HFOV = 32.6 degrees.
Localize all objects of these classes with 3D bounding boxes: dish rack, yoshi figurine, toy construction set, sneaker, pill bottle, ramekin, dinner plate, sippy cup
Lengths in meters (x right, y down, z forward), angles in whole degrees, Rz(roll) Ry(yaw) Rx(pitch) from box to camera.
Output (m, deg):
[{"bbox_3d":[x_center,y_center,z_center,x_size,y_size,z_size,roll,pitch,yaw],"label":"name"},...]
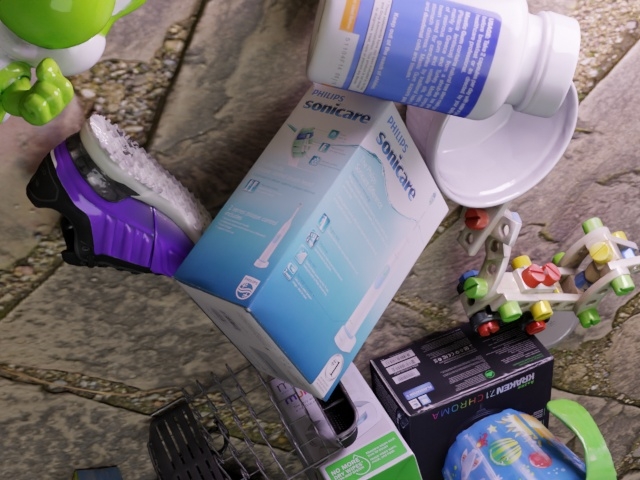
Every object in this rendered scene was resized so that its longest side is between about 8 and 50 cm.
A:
[{"bbox_3d":[-0.099,0.241,1.441,0.271,0.208,0.074,-30,143,-4],"label":"dish rack"},{"bbox_3d":[-0.315,-0.172,0.999,0.362,0.203,0.203,-40,128,-1],"label":"yoshi figurine"},{"bbox_3d":[0.317,0.040,1.550,0.327,0.151,0.215,17,139,-30],"label":"toy construction set"},{"bbox_3d":[-0.219,-0.011,1.250,0.146,0.102,0.293,-35,131,9],"label":"sneaker"},{"bbox_3d":[0.130,-0.215,1.176,0.272,0.152,0.152,13,121,-6],"label":"pill bottle"},{"bbox_3d":[0.204,-0.155,1.363,0.207,0.109,0.207,-15,130,-19],"label":"ramekin"},{"bbox_3d":[0.366,0.130,1.743,0.141,0.017,0.141,-15,129,-19],"label":"dinner plate"},{"bbox_3d":[0.294,0.372,1.563,0.305,0.224,0.240,-42,135,7],"label":"sippy cup"}]

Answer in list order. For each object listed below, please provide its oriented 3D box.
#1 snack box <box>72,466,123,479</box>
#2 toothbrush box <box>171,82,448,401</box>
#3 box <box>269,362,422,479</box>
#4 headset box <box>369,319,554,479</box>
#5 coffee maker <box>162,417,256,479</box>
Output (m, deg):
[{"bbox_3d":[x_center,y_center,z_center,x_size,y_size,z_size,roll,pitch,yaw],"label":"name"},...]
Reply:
[{"bbox_3d":[-0.305,0.446,1.496,0.070,0.174,0.207,1,123,-29],"label":"snack box"},{"bbox_3d":[0.000,0.000,1.271,0.295,0.126,0.216,-56,140,-17],"label":"toothbrush box"},{"bbox_3d":[0.048,0.325,1.564,0.126,0.231,0.262,-27,133,-9],"label":"box"},{"bbox_3d":[0.218,0.279,1.694,0.246,0.131,0.283,-19,132,-16],"label":"headset box"},{"bbox_3d":[-0.127,0.374,1.579,0.171,0.120,0.178,-47,134,9],"label":"coffee maker"}]
